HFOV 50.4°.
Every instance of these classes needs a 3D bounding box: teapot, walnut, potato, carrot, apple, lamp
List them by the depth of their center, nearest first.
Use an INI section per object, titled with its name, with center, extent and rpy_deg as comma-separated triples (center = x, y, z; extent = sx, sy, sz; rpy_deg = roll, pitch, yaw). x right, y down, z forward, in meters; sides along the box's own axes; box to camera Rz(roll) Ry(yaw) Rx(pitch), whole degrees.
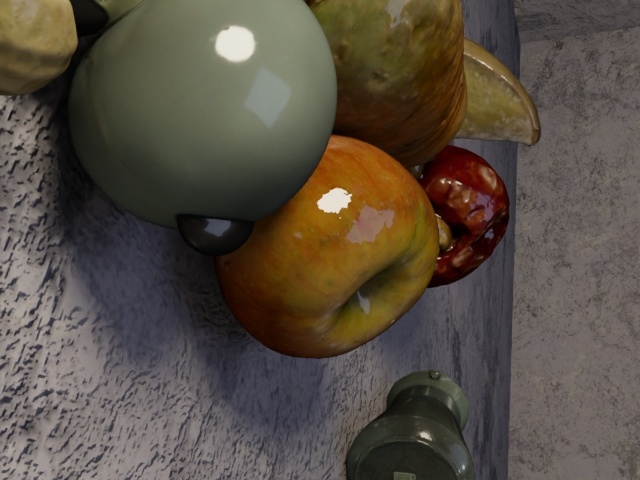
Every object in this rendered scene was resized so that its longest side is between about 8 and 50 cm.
[lamp]
center = -0.098, -0.120, 0.454
extent = 0.244, 0.198, 0.197
rpy_deg = 48, 40, -24
[apple]
center = 0.000, 0.000, 0.631
extent = 0.210, 0.173, 0.235
rpy_deg = -39, 150, -8
[carrot]
center = 0.041, -0.196, 0.698
extent = 0.341, 0.224, 0.224
rpy_deg = 26, 64, -66
[teapot]
center = 0.140, 0.308, 0.982
extent = 0.225, 0.171, 0.203
rpy_deg = -39, 134, -69
[walnut]
center = 0.147, -0.063, 0.985
extent = 0.243, 0.222, 0.269
rpy_deg = 62, 13, -7
[potato]
center = 0.285, -0.298, 1.248
extent = 0.211, 0.264, 0.189
rpy_deg = -45, 138, -53

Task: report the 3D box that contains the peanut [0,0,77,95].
[peanut]
center = -0.197, -0.121, 0.296
extent = 0.187, 0.082, 0.082
rpy_deg = 9, 79, -49
